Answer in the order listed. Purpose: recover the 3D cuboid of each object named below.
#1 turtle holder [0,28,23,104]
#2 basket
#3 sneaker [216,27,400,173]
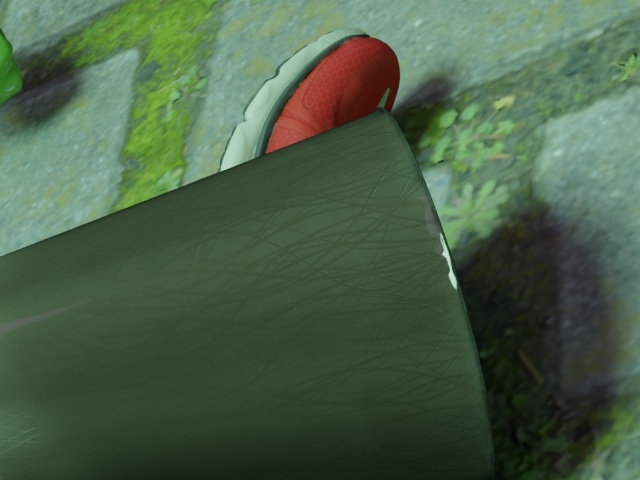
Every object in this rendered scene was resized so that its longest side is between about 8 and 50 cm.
[{"bbox_3d":[-0.398,-0.075,1.427,0.320,0.227,0.243,-49,34,-14],"label":"turtle holder"},{"bbox_3d":[-0.053,0.052,0.945,0.227,0.154,0.204,-14,59,-7],"label":"basket"},{"bbox_3d":[0.000,0.000,1.111,0.118,0.107,0.279,10,59,26],"label":"sneaker"}]
